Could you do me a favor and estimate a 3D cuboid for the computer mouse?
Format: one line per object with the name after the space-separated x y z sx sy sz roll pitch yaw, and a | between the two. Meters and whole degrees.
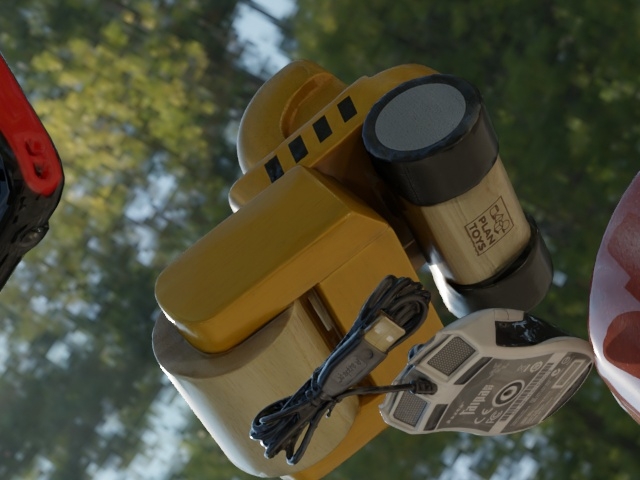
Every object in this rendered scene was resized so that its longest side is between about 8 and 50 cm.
0.058 0.061 0.840 0.193 0.042 0.106 6 -53 -49 | computer mouse

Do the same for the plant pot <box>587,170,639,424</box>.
0.281 0.059 0.822 0.272 0.265 0.272 -12 -63 -24 | plant pot

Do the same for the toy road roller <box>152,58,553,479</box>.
0.000 0.000 1.369 0.329 0.240 0.202 -40 -48 -11 | toy road roller

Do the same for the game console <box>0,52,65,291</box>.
-0.314 -0.026 1.054 0.060 0.342 0.386 -7 -37 -48 | game console
